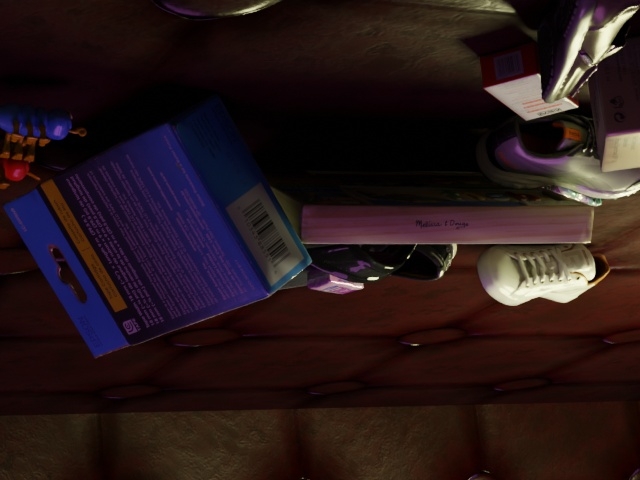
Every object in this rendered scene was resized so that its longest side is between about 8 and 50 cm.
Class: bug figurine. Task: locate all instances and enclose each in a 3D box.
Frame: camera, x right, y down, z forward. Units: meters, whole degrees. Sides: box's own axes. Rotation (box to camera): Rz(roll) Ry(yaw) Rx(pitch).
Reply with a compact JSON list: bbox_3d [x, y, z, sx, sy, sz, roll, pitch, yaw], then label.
[{"bbox_3d":[-0.405,-0.119,1.910,0.216,0.072,0.279,8,164,-24],"label":"bug figurine"}]

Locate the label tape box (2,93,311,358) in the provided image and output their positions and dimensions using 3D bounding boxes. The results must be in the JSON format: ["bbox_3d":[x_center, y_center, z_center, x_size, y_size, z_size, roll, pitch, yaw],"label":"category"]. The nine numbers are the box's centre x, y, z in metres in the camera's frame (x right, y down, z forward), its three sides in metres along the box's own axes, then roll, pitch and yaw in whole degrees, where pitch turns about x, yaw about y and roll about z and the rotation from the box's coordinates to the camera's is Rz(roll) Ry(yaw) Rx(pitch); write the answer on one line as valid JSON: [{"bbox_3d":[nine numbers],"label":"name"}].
[{"bbox_3d":[-0.206,-0.013,2.037,0.334,0.240,0.106,-20,-167,42],"label":"label tape box"}]

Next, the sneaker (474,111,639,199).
[{"bbox_3d":[0.343,-0.117,2.146,0.271,0.100,0.108,0,158,-18],"label":"sneaker"}]

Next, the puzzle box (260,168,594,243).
[{"bbox_3d":[0.119,-0.047,2.175,0.409,0.052,0.272,0,-169,-21],"label":"puzzle box"}]

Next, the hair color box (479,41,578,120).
[{"bbox_3d":[0.249,-0.188,1.956,0.072,0.043,0.141,-13,161,25],"label":"hair color box"}]

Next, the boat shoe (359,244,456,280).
[{"bbox_3d":[0.080,0.009,2.430,0.233,0.079,0.084,11,132,15],"label":"boat shoe"}]

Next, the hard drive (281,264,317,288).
[{"bbox_3d":[0.007,0.024,2.592,0.255,0.054,0.172,-10,163,15],"label":"hard drive"}]

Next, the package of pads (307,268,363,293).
[{"bbox_3d":[0.023,0.062,2.570,0.050,0.032,0.083,-16,161,39],"label":"package of pads"}]

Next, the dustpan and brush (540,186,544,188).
[{"bbox_3d":[0.226,-0.028,2.477,0.211,0.060,0.147,-4,164,-4],"label":"dustpan and brush"}]

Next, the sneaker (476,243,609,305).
[{"bbox_3d":[0.374,0.039,2.727,0.123,0.106,0.290,-31,160,36],"label":"sneaker"}]

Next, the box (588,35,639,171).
[{"bbox_3d":[0.479,-0.176,1.938,0.311,0.121,0.148,-7,163,6],"label":"box"}]

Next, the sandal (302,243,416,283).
[{"bbox_3d":[-0.002,-0.001,2.299,0.446,0.107,0.167,-1,-164,-23],"label":"sandal"}]

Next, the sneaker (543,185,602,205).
[{"bbox_3d":[0.367,-0.069,2.437,0.098,0.038,0.069,22,151,-40],"label":"sneaker"}]

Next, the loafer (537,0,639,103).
[{"bbox_3d":[0.290,-0.217,1.774,0.087,0.094,0.251,0,164,-4],"label":"loafer"}]
